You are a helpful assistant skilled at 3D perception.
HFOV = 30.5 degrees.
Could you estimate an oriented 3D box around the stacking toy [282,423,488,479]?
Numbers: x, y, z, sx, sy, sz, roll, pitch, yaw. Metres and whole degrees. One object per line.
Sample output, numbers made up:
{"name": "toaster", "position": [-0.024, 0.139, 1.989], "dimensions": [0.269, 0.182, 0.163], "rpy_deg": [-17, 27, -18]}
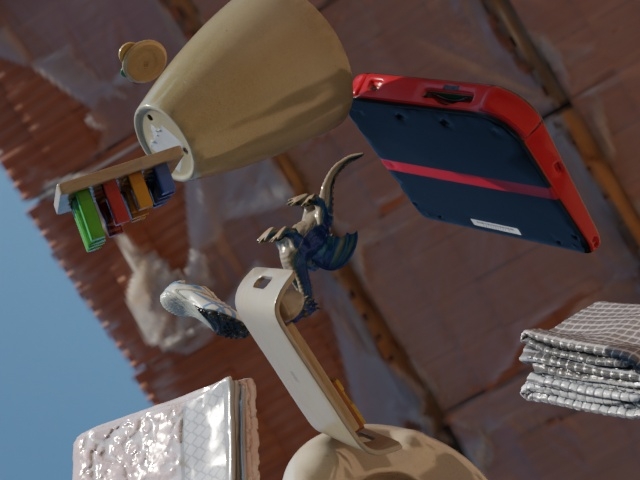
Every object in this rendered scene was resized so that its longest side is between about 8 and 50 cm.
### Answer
{"name": "stacking toy", "position": [0.077, 0.572, 1.888], "dimensions": [0.350, 0.350, 0.480], "rpy_deg": [-101, 20, -61]}

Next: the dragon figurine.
{"name": "dragon figurine", "position": [0.000, 0.000, 1.879], "dimensions": [0.144, 0.289, 0.085], "rpy_deg": [46, 155, -20]}

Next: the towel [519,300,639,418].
{"name": "towel", "position": [0.496, 0.183, 1.944], "dimensions": [0.284, 0.235, 0.121], "rpy_deg": [5, 114, 49]}

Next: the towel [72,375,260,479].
{"name": "towel", "position": [-0.208, 0.365, 1.509], "dimensions": [0.053, 0.317, 0.332], "rpy_deg": [33, -138, -44]}

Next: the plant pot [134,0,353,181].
{"name": "plant pot", "position": [-0.134, -0.209, 1.749], "dimensions": [0.256, 0.274, 0.256], "rpy_deg": [31, 143, 27]}

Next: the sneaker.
{"name": "sneaker", "position": [-0.239, 0.142, 2.529], "dimensions": [0.237, 0.086, 0.085], "rpy_deg": [21, 141, 29]}

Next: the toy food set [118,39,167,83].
{"name": "toy food set", "position": [-0.298, -0.300, 1.970], "dimensions": [0.020, 0.083, 0.082], "rpy_deg": [47, 149, 42]}

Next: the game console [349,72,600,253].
{"name": "game console", "position": [0.237, -0.127, 1.888], "dimensions": [0.386, 0.060, 0.342], "rpy_deg": [15, 154, 47]}

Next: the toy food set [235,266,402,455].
{"name": "toy food set", "position": [-0.002, 0.177, 1.743], "dimensions": [0.306, 0.092, 0.220], "rpy_deg": [57, 164, -11]}

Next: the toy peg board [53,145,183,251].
{"name": "toy peg board", "position": [-0.253, -0.047, 1.514], "dimensions": [0.161, 0.161, 0.079], "rpy_deg": [153, 97, -74]}
